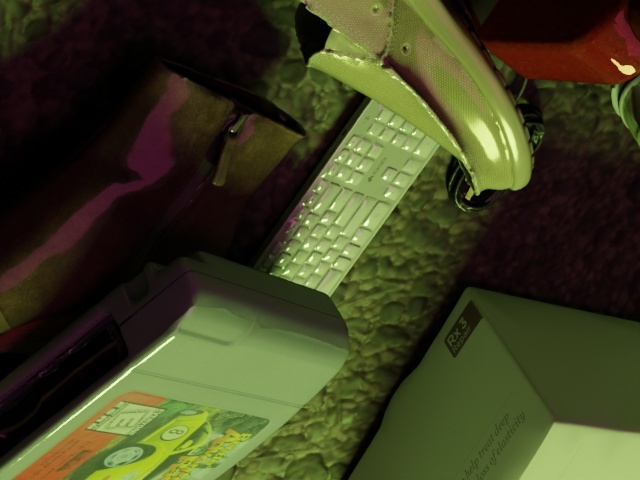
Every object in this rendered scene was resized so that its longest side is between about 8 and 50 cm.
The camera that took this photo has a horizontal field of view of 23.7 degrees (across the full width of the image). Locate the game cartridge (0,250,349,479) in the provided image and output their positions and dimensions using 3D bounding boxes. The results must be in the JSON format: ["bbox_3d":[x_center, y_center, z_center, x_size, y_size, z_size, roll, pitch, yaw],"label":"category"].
[{"bbox_3d":[-0.129,0.121,0.948,0.294,0.060,0.196,-38,155,19],"label":"game cartridge"}]

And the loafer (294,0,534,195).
[{"bbox_3d":[0.034,-0.123,0.877,0.092,0.102,0.268,-32,120,10],"label":"loafer"}]

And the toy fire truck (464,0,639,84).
[{"bbox_3d":[0.187,-0.200,0.753,0.169,0.254,0.302,34,111,-21],"label":"toy fire truck"}]

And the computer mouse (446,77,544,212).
[{"bbox_3d":[0.141,-0.116,0.966,0.071,0.041,0.242,2,124,-28],"label":"computer mouse"}]

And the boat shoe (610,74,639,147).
[{"bbox_3d":[0.327,-0.136,0.953,0.302,0.094,0.109,-32,136,23],"label":"boat shoe"}]

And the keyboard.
[{"bbox_3d":[0.000,0.000,1.002,0.072,0.014,0.256,22,113,-36],"label":"keyboard"}]

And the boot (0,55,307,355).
[{"bbox_3d":[-0.149,-0.024,0.867,0.248,0.090,0.207,16,116,-43],"label":"boot"}]

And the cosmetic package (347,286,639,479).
[{"bbox_3d":[0.235,0.186,1.159,0.385,0.156,0.217,9,121,-32],"label":"cosmetic package"}]
